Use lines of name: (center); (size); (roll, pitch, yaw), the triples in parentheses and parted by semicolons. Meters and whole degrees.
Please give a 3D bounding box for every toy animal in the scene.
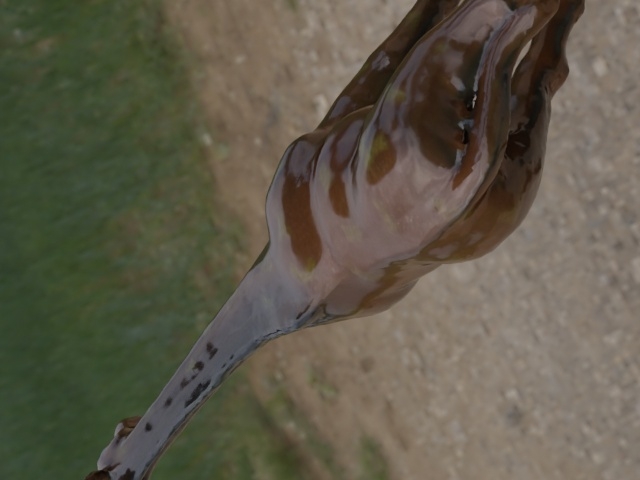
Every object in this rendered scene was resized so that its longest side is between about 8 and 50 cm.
toy animal: (0.000, 0.000, 0.589); (0.066, 0.229, 0.224); (33, 164, -17)
